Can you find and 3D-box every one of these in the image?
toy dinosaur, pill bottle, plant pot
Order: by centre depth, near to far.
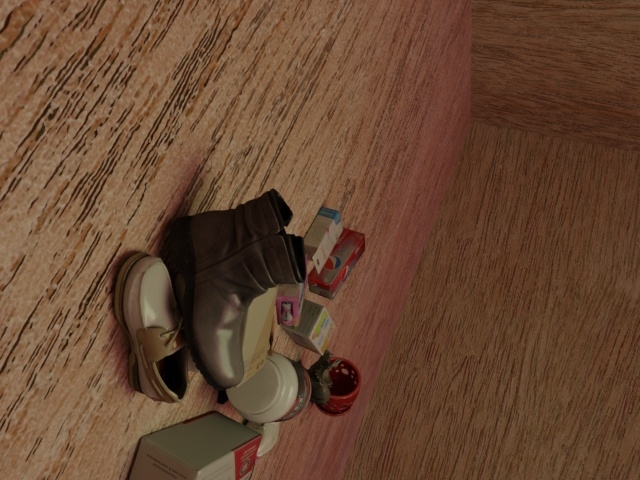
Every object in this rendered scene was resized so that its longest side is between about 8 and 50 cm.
[{"bbox_3d":[-0.134,0.382,1.211,0.318,0.176,0.176,65,46,-68],"label":"pill bottle"},{"bbox_3d":[-0.024,0.522,1.637,0.121,0.160,0.314,-44,144,-49],"label":"toy dinosaur"},{"bbox_3d":[0.059,0.594,1.852,0.191,0.191,0.174,-47,152,-46],"label":"plant pot"}]

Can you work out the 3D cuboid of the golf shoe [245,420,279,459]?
[{"bbox_3d":[-0.163,0.518,1.405,0.306,0.115,0.140,-47,137,-58],"label":"golf shoe"}]

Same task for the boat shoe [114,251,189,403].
[{"bbox_3d":[-0.284,0.163,0.832,0.113,0.103,0.302,-42,143,-51],"label":"boat shoe"}]

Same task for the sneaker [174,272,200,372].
[{"bbox_3d":[-0.269,0.166,0.916,0.080,0.094,0.212,-51,130,-76],"label":"sneaker"}]

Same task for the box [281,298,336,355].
[{"bbox_3d":[-0.034,0.279,1.505,0.114,0.103,0.203,-62,156,-22],"label":"box"}]

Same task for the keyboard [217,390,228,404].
[{"bbox_3d":[-0.233,0.335,1.190,0.108,0.023,0.180,-25,128,-61],"label":"keyboard"}]

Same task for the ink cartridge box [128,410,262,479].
[{"bbox_3d":[-0.309,0.621,1.043,0.279,0.160,0.385,19,89,-69],"label":"ink cartridge box"}]

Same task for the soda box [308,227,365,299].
[{"bbox_3d":[0.061,0.074,1.588,0.263,0.092,0.083,-54,150,-37],"label":"soda box"}]

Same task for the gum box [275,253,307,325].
[{"bbox_3d":[-0.077,0.133,1.265,0.188,0.062,0.107,-80,172,-53],"label":"gum box"}]

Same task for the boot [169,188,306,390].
[{"bbox_3d":[-0.128,0.091,0.827,0.118,0.222,0.338,-28,105,-79],"label":"boot"}]

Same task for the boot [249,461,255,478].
[{"bbox_3d":[-0.264,0.662,1.305,0.198,0.077,0.137,-58,149,-33],"label":"boot"}]

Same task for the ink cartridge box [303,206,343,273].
[{"bbox_3d":[0.000,0.000,1.429,0.181,0.061,0.104,-61,155,-26],"label":"ink cartridge box"}]

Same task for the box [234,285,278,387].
[{"bbox_3d":[-0.183,0.133,0.994,0.121,0.148,0.311,-23,129,-63],"label":"box"}]

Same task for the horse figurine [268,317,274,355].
[{"bbox_3d":[-0.146,0.155,1.148,0.174,0.066,0.263,-108,-167,-67],"label":"horse figurine"}]
